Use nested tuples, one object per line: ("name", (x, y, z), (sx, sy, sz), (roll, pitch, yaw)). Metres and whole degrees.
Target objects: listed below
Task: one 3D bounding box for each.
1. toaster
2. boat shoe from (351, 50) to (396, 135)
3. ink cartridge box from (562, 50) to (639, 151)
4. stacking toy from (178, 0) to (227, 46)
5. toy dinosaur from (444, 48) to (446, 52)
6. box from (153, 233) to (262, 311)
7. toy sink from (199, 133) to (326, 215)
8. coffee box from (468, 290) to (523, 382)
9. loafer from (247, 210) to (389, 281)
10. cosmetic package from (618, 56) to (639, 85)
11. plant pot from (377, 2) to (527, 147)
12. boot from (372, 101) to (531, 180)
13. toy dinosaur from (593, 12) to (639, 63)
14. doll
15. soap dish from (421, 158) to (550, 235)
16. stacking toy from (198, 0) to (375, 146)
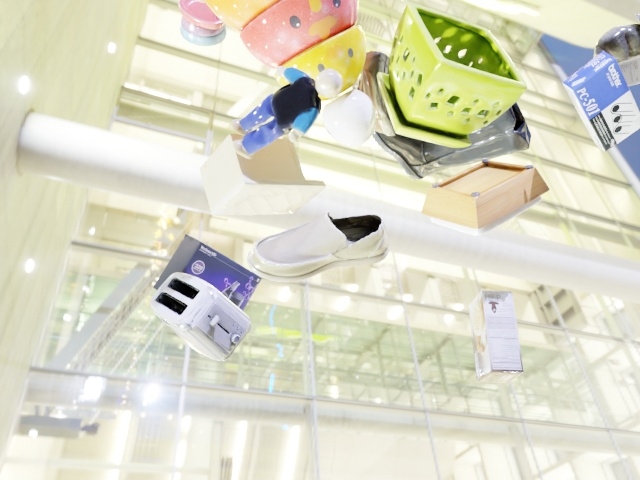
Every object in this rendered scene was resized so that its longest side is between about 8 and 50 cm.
("toaster", (-0.271, 0.159, 1.176), (0.227, 0.146, 0.129), (19, -117, 44))
("boat shoe", (0.138, -0.382, 1.433), (0.324, 0.119, 0.123), (54, 52, -66))
("ink cartridge box", (0.602, -0.289, 1.130), (0.097, 0.207, 0.046), (-39, -142, 18))
("stacking toy", (-0.242, -0.641, 1.542), (0.130, 0.279, 0.309), (105, 9, -53))
("toy dinosaur", (0.404, -0.580, 1.745), (0.064, 0.118, 0.268), (-48, -137, 49))
("box", (-0.329, 0.124, 1.589), (0.103, 0.261, 0.184), (18, -103, 46))
("toy sink", (-0.130, -0.149, 1.223), (0.153, 0.234, 0.131), (-34, -113, 45))
("coffee box", (0.522, 0.290, 1.605), (0.141, 0.098, 0.247), (93, -1, -63))
("loafer", (0.000, 0.000, 0.949), (0.102, 0.268, 0.092), (-121, -152, -44))
("cosmetic package", (0.694, -0.382, 1.234), (0.115, 0.041, 0.060), (-7, -77, 42))
("plant pot", (0.259, -0.337, 1.149), (0.207, 0.228, 0.227), (123, -35, -43))
("boot", (0.425, -0.385, 1.789), (0.445, 0.367, 0.146), (-11, -128, 45))
("toy dinosaur", (0.803, -0.508, 1.418), (0.121, 0.313, 0.160), (-90, 156, -82))
("doll", (-0.049, -0.190, 0.757), (0.189, 0.046, 0.129), (-22, -114, 35))
("soap dish", (0.471, -0.134, 1.544), (0.229, 0.290, 0.118), (26, -44, 56))
("stacking toy", (-0.010, -0.423, 1.129), (0.350, 0.480, 0.350), (-29, -166, 8))
